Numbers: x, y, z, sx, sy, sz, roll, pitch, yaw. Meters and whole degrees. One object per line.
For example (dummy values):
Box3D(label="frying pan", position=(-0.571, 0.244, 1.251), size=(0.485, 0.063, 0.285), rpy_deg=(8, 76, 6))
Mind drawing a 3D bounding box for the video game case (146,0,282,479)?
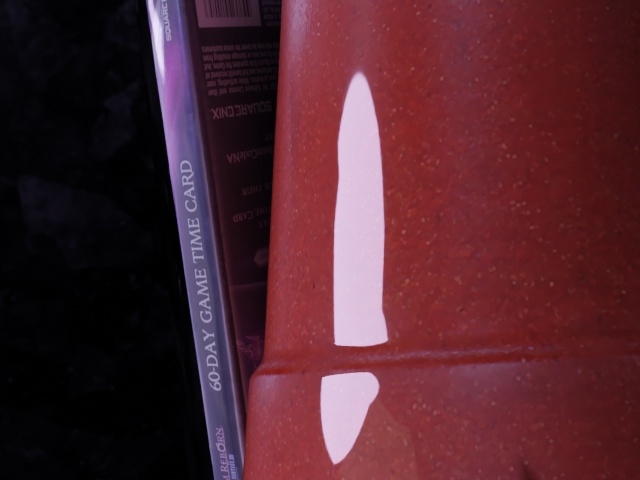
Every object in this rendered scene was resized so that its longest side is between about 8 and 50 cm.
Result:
Box3D(label="video game case", position=(0.000, 0.000, 0.535), size=(0.026, 0.196, 0.274), rpy_deg=(-1, 100, 31))

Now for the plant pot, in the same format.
Box3D(label="plant pot", position=(0.093, -0.019, 0.421), size=(0.272, 0.273, 0.265), rpy_deg=(150, 119, -74))
